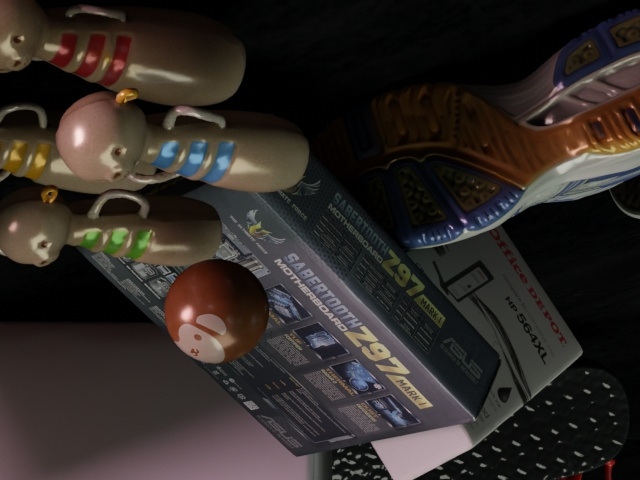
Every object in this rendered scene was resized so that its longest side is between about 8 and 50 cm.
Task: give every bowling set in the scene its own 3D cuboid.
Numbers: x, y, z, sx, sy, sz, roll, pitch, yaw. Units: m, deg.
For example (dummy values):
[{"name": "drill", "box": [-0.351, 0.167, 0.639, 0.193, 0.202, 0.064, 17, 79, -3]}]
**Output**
[{"name": "bowling set", "box": [-0.099, -0.042, 0.647, 0.154, 0.200, 0.287, 4, 147, -33]}]

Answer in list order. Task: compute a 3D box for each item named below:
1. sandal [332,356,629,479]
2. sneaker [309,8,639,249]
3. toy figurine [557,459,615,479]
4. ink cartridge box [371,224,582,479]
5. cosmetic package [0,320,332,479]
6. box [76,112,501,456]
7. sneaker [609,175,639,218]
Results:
[{"name": "sandal", "box": [0.121, 0.218, 1.435, 0.445, 0.168, 0.107, -4, -171, -13]}, {"name": "sneaker", "box": [0.129, -0.052, 0.864, 0.296, 0.112, 0.131, -16, 163, 12]}, {"name": "toy figurine", "box": [0.233, 0.338, 1.753, 0.362, 0.191, 0.217, -18, 162, 11]}, {"name": "ink cartridge box", "box": [0.099, 0.076, 1.008, 0.086, 0.148, 0.203, -36, 174, 38]}, {"name": "cosmetic package", "box": [-0.155, 0.285, 1.111, 0.329, 0.327, 0.394, 1, 157, 2]}, {"name": "box", "box": [-0.022, 0.041, 0.847, 0.233, 0.059, 0.183, 45, 141, -20]}, {"name": "sneaker", "box": [0.348, -0.095, 0.923, 0.123, 0.106, 0.290, -1, 165, -38]}]
